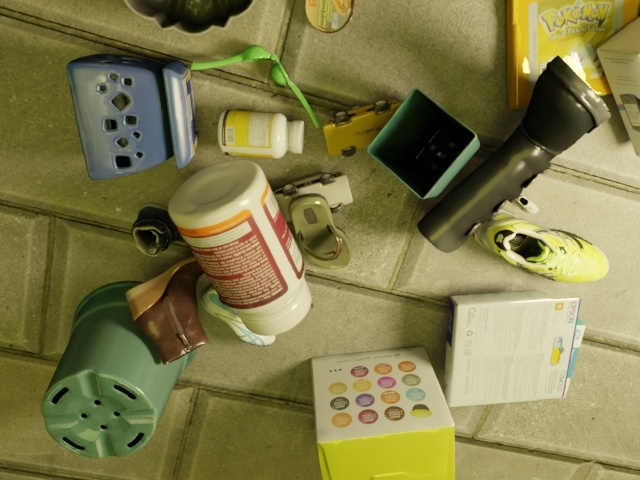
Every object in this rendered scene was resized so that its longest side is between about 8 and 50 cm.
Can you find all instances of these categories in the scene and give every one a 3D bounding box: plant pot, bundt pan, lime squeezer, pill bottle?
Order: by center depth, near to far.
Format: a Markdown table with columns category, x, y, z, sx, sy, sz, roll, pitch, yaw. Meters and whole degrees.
| category | x | y | z | sx | sy | sz | roll | pitch | yaw |
| --- | --- | --- | --- | --- | --- | --- | --- | --- | --- |
| bundt pan | -0.257 | -0.581 | 1.056 | 0.331 | 0.124 | 0.330 | -1 | 115 | -2 |
| plant pot | -0.378 | -0.270 | 1.135 | 0.212 | 0.236 | 0.235 | -4 | 114 | -8 |
| lime squeezer | -0.120 | -0.363 | 1.186 | 0.311 | 0.059 | 0.109 | 23 | 81 | -15 |
| plant pot | 0.250 | -0.200 | 1.188 | 0.166 | 0.234 | 0.165 | 44 | 109 | 18 |
| pill bottle | -0.132 | -0.239 | 1.215 | 0.184 | 0.103 | 0.103 | 5 | 114 | 5 |
| pill bottle | -0.170 | 0.028 | 1.259 | 0.224 | 0.224 | 0.392 | -18 | 126 | 5 |
| plant pot | -0.501 | 0.329 | 1.340 | 0.341 | 0.334 | 0.341 | -2 | 115 | -4 |

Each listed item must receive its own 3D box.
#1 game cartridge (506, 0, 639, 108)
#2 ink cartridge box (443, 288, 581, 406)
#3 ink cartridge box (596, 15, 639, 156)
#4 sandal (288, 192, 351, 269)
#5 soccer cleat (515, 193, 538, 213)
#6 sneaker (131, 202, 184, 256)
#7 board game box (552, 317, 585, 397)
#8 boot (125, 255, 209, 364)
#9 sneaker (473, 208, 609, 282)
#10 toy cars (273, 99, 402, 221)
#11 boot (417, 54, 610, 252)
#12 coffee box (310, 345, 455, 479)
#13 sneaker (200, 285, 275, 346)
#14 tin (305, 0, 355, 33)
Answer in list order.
| category | x | y | z | sx | sy | sz | roll | pitch | yaw |
| --- | --- | --- | --- | --- | --- | --- | --- | --- | --- |
| game cartridge | 0.559 | -0.476 | 1.190 | 0.286 | 0.052 | 0.323 | -10 | 116 | 1 |
| ink cartridge box | 0.504 | 0.290 | 1.439 | 0.330 | 0.071 | 0.323 | -3 | 112 | -5 |
| ink cartridge box | 0.784 | -0.357 | 1.179 | 0.226 | 0.131 | 0.306 | -40 | 116 | 0 |
| sandal | -0.002 | 0.000 | 1.306 | 0.120 | 0.086 | 0.302 | -21 | 145 | 8 |
| soccer cleat | 0.529 | -0.092 | 1.370 | 0.083 | 0.035 | 0.029 | 36 | 107 | -17 |
| sneaker | -0.339 | -0.009 | 1.290 | 0.226 | 0.163 | 0.086 | 14 | 111 | -11 |
| board game box | 0.555 | 0.332 | 1.540 | 0.336 | 0.079 | 0.253 | 0 | 114 | -4 |
| boot | -0.330 | 0.164 | 1.324 | 0.248 | 0.090 | 0.206 | -30 | 81 | -30 |
| sneaker | 0.575 | 0.041 | 1.373 | 0.385 | 0.147 | 0.145 | 16 | 111 | -12 |
| toy cars | 0.036 | -0.192 | 1.273 | 0.177 | 0.087 | 0.393 | 27 | 115 | -27 |
| boot | 0.381 | -0.155 | 1.157 | 0.445 | 0.367 | 0.146 | -41 | 69 | 22 |
| coffee box | 0.164 | 0.538 | 1.470 | 0.338 | 0.334 | 0.338 | -7 | 114 | 0 |
| sneaker | -0.209 | 0.203 | 1.434 | 0.237 | 0.085 | 0.086 | 39 | 111 | -19 |
| tin | 0.022 | -0.542 | 1.138 | 0.106 | 0.040 | 0.189 | 2 | 114 | -9 |
